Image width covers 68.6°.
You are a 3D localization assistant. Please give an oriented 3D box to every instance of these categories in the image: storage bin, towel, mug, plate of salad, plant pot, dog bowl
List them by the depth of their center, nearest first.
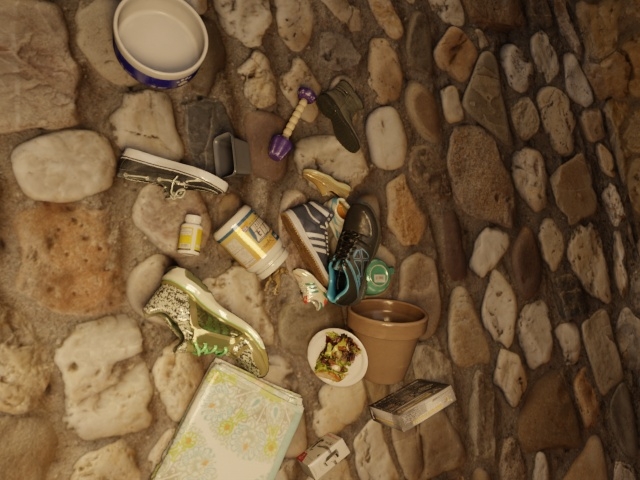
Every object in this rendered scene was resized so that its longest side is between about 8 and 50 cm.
[{"bbox_3d":[-0.251,0.569,1.349,0.321,0.090,0.374,31,70,-15],"label":"towel"},{"bbox_3d":[-0.479,-0.597,1.404,0.265,0.104,0.264,4,80,-25],"label":"dog bowl"},{"bbox_3d":[-0.274,-0.255,1.466,0.091,0.098,0.135,2,80,-53],"label":"storage bin"},{"bbox_3d":[0.049,0.374,1.476,0.199,0.200,0.048,66,22,-3],"label":"plate of salad"},{"bbox_3d":[0.213,0.335,1.534,0.263,0.263,0.229,-2,100,-26],"label":"plant pot"},{"bbox_3d":[0.184,0.114,1.616,0.129,0.097,0.157,46,67,-12],"label":"mug"}]

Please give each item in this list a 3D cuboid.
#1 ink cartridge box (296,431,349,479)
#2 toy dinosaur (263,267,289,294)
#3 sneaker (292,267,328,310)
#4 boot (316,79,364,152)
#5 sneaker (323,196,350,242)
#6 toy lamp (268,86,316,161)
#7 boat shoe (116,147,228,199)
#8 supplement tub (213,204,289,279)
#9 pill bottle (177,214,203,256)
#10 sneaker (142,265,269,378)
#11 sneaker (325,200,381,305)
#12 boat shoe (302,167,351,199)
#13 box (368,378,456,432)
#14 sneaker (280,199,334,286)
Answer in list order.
[{"bbox_3d":[0.008,0.663,1.448,0.135,0.099,0.056,-29,94,-27],"label":"ink cartridge box"},{"bbox_3d":[-0.142,0.116,1.444,0.053,0.183,0.092,16,91,6],"label":"toy dinosaur"},{"bbox_3d":[-0.039,0.161,1.525,0.161,0.057,0.075,45,61,-16],"label":"sneaker"},{"bbox_3d":[0.108,-0.451,1.680,0.161,0.083,0.246,-39,101,-31],"label":"boot"},{"bbox_3d":[0.094,-0.042,1.601,0.087,0.092,0.228,-39,101,-27],"label":"sneaker"},{"bbox_3d":[-0.096,-0.387,1.570,0.080,0.080,0.274,30,72,-19],"label":"toy lamp"},{"bbox_3d":[-0.428,-0.172,1.361,0.306,0.113,0.105,17,82,-20],"label":"boat shoe"},{"bbox_3d":[-0.207,0.007,1.419,0.199,0.144,0.144,46,66,-13],"label":"supplement tub"},{"bbox_3d":[-0.382,-0.015,1.383,0.065,0.065,0.116,11,78,-24],"label":"pill bottle"},{"bbox_3d":[-0.326,0.269,1.305,0.410,0.158,0.182,43,52,-6],"label":"sneaker"},{"bbox_3d":[0.100,0.044,1.476,0.140,0.125,0.340,2,96,-56],"label":"sneaker"},{"bbox_3d":[0.018,-0.186,1.604,0.190,0.068,0.072,21,85,-22],"label":"boat shoe"},{"bbox_3d":[0.304,0.542,1.562,0.231,0.183,0.056,-19,91,-27],"label":"box"},{"bbox_3d":[0.000,0.000,1.546,0.153,0.099,0.282,-30,93,-25],"label":"sneaker"}]
